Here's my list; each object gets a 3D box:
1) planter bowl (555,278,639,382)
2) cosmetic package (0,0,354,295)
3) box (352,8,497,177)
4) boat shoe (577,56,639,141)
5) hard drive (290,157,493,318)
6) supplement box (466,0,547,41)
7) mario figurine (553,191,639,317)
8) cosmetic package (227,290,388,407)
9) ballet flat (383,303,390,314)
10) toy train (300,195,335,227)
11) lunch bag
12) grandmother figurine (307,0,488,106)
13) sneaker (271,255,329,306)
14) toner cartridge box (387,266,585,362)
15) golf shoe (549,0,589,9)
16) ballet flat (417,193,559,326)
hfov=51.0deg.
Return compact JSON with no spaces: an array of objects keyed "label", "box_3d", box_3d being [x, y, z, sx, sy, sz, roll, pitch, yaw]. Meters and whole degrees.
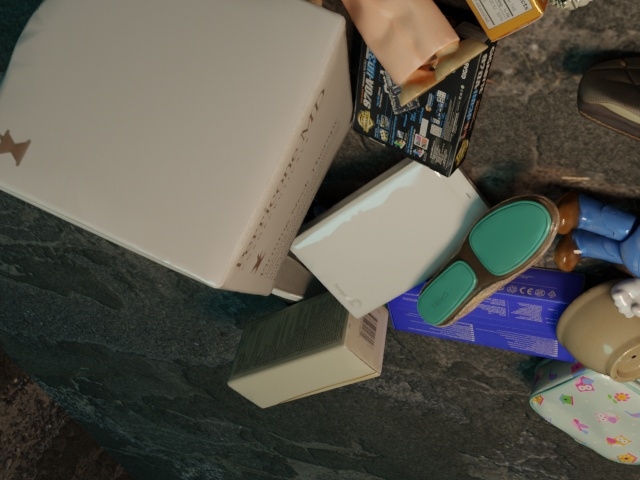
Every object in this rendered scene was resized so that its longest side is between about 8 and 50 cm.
[{"label":"planter bowl","box_3d":[0.479,0.157,1.074,0.162,0.109,0.162,-10,131,-12]},{"label":"cosmetic package","box_3d":[-0.170,-0.137,0.899,0.328,0.329,0.393,25,177,6]},{"label":"box","box_3d":[0.136,-0.214,0.936,0.175,0.051,0.220,30,144,22]},{"label":"boat shoe","box_3d":[0.478,-0.110,0.814,0.356,0.132,0.130,22,142,11]},{"label":"hard drive","box_3d":[0.125,-0.010,1.123,0.308,0.040,0.203,-33,115,22]},{"label":"supplement box","box_3d":[0.177,-0.351,0.768,0.080,0.078,0.233,-16,125,39]},{"label":"mario figurine","box_3d":[0.470,0.030,0.915,0.321,0.170,0.198,15,180,39]},{"label":"cosmetic package","box_3d":[-0.026,0.212,1.330,0.310,0.160,0.113,-24,126,36]},{"label":"ballet flat","box_3d":[0.123,0.113,1.374,0.114,0.041,0.041,44,140,-19]},{"label":"toy train","box_3d":[0.030,-0.010,1.226,0.184,0.105,0.080,40,117,-10]},{"label":"lunch bag","box_3d":[0.559,0.301,1.252,0.279,0.107,0.224,32,137,-8]},{"label":"grandmother figurine","box_3d":[0.043,-0.330,0.801,0.208,0.104,0.342,-30,95,37]},{"label":"sneaker","box_3d":[-0.060,0.125,1.437,0.296,0.104,0.146,24,137,-1]},{"label":"toner cartridge box","box_3d":[0.296,0.117,1.233,0.348,0.075,0.165,8,139,25]},{"label":"golf shoe","box_3d":[0.279,-0.349,0.736,0.086,0.069,0.176,-22,119,8]},{"label":"ballet flat","box_3d":[0.272,0.028,1.063,0.316,0.106,0.107,-47,64,43]}]
